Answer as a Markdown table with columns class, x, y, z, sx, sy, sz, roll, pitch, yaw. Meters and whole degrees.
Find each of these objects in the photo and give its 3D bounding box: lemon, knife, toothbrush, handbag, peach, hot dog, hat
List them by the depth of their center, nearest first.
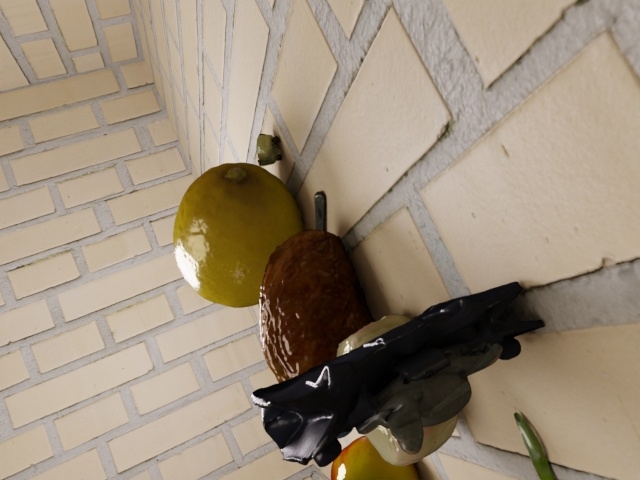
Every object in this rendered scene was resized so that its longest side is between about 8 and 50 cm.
| class | x | y | z | sx | sy | sz | roll | pitch | yaw |
| --- | --- | --- | --- | --- | --- | --- | --- | --- | --- |
| handbag | 0.091 | 0.164 | 0.588 | 0.118 | 0.326 | 0.269 | 63 | 162 | 11 |
| knife | 0.304 | 0.319 | 0.645 | 0.184 | 0.022 | 0.026 | 66 | -171 | 8 |
| hot dog | 0.009 | 0.168 | 0.988 | 0.174 | 0.267 | 0.387 | -27 | 79 | 35 |
| peach | 0.130 | 0.582 | 1.140 | 0.231 | 0.231 | 0.231 | 55 | 158 | 36 |
| toothbrush | 0.000 | 0.000 | 1.156 | 0.030 | 0.030 | 0.297 | 27 | 141 | 25 |
| hat | -0.129 | -0.228 | 1.221 | 0.076 | 0.059 | 0.077 | -72 | -17 | -62 |
| lemon | -0.205 | -0.033 | 1.224 | 0.364 | 0.364 | 0.364 | 55 | 158 | 36 |

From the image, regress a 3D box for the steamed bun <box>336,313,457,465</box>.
| class | x | y | z | sx | sy | sz | roll | pitch | yaw |
| --- | --- | --- | --- | --- | --- | --- | --- | --- | --- |
| steamed bun | 0.141 | 0.242 | 0.819 | 0.238 | 0.170 | 0.152 | 63 | 143 | 21 |

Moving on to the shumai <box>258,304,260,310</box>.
| class | x | y | z | sx | sy | sz | roll | pitch | yaw |
| --- | --- | --- | --- | --- | --- | --- | --- | --- | --- |
| shumai | -0.208 | 0.200 | 1.846 | 0.153 | 0.161 | 0.209 | 39 | 130 | 16 |
